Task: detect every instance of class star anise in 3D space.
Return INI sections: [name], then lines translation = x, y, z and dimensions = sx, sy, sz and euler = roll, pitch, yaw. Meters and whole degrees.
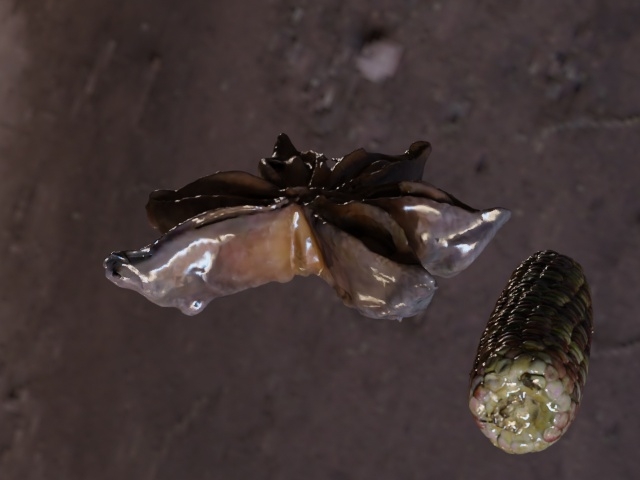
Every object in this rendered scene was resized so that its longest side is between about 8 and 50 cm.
[star anise]
translation = 0.002, -0.008, 1.058
dimensions = 0.172, 0.208, 0.063
euler = -59, -34, -57

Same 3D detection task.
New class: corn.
[corn]
translation = 0.164, 0.079, 1.464
dimensions = 0.086, 0.086, 0.253
euler = -57, 2, 24
